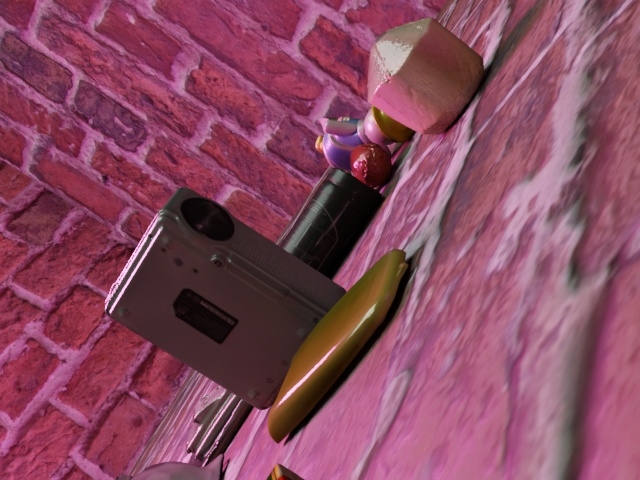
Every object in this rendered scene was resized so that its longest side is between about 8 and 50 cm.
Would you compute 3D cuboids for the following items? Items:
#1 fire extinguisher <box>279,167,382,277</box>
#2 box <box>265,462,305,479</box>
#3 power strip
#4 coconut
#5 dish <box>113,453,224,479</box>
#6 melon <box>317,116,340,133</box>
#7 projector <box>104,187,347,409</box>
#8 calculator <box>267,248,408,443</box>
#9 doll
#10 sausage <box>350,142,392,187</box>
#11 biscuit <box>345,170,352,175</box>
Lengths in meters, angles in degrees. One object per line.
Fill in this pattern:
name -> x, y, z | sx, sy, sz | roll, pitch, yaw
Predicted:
fire extinguisher -> -0.028, 0.030, 1.402 | 0.311, 0.095, 0.114 | -57, 39, -1
box -> -0.080, 0.286, 0.645 | 0.235, 0.034, 0.132 | -56, 5, -4
power strip -> -0.167, 0.278, 1.375 | 0.213, 0.064, 0.198 | -56, 7, -9
coconut -> 0.138, -0.234, 1.210 | 0.147, 0.153, 0.147 | -56, 7, 11
dish -> -0.249, 0.391, 1.121 | 0.303, 0.120, 0.303 | -56, 6, 9
melon -> 0.086, -0.217, 1.925 | 0.139, 0.202, 0.093 | -19, -41, -34
projector -> -0.121, 0.078, 1.089 | 0.192, 0.257, 0.099 | -53, 7, 30
calculator -> 0.018, 0.101, 0.906 | 0.236, 0.033, 0.157 | -52, 6, 29
doll -> 0.087, -0.195, 1.596 | 0.241, 0.135, 0.099 | -27, 16, 47
sausage -> 0.087, -0.130, 1.494 | 0.076, 0.076, 0.141 | -56, 4, 6
biscuit -> -0.004, -0.002, 1.515 | 0.237, 0.026, 0.131 | -57, -24, -19
